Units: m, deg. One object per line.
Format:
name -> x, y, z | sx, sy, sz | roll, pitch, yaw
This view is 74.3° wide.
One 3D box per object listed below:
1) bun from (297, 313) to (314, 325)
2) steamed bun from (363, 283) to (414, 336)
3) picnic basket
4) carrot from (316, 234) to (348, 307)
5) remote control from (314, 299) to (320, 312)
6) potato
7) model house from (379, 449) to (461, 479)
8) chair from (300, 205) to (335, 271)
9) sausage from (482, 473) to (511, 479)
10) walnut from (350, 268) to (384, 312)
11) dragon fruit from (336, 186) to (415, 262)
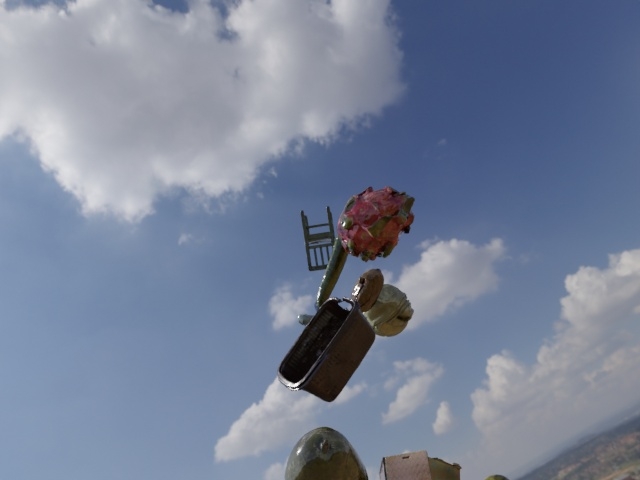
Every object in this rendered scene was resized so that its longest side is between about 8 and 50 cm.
bun -> -0.046, 0.295, 1.548 | 0.083, 0.045, 0.083 | 11, -18, 4
steamed bun -> 0.366, 0.386, 2.198 | 0.276, 0.203, 0.289 | -24, -49, -36
picnic basket -> 0.023, 0.314, 1.197 | 0.129, 0.222, 0.297 | 44, -109, -18
carrot -> 0.057, 0.100, 1.681 | 0.359, 0.074, 0.074 | -68, -30, -21
remote control -> 0.048, 0.367, 1.822 | 0.090, 0.266, 0.066 | -29, 7, -37
potato -> 0.012, 0.502, 0.900 | 0.174, 0.159, 0.252 | -20, -58, -23
model house -> 0.319, 0.878, 1.544 | 0.244, 0.169, 0.326 | 26, -52, -21
chair -> 0.000, 0.000, 1.858 | 0.136, 0.271, 0.147 | -10, -9, 3
sausage -> 0.416, 0.710, 1.046 | 0.347, 0.123, 0.123 | -18, -32, -49
walnut -> 0.223, 0.243, 2.029 | 0.137, 0.137, 0.245 | 14, -74, -44
dragon fruit -> 0.199, -0.066, 1.506 | 0.303, 0.231, 0.237 | -45, -36, -8
